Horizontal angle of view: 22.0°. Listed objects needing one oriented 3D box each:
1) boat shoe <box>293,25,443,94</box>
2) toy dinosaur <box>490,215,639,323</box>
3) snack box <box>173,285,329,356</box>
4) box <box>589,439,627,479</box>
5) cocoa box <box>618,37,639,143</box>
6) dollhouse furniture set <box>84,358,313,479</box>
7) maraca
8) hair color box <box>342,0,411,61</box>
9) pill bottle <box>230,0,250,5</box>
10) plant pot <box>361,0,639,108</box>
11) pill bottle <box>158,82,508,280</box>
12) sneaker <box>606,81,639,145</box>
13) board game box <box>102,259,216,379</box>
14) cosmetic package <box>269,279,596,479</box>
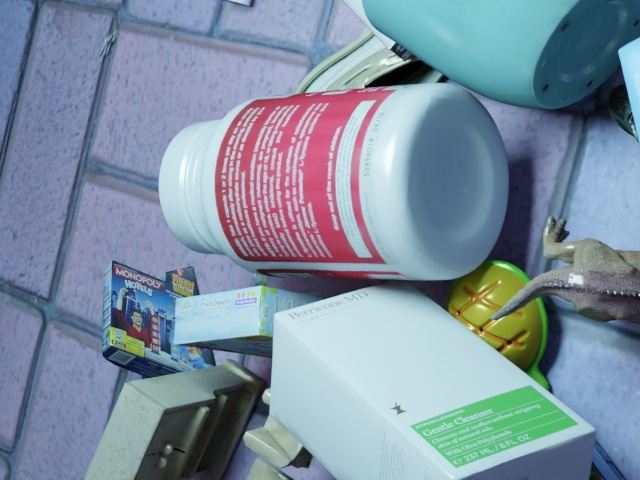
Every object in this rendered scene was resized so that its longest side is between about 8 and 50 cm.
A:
[{"bbox_3d":[0.060,-0.192,2.154,0.302,0.113,0.103,-47,46,29],"label":"boat shoe"},{"bbox_3d":[0.330,0.050,1.739,0.200,0.295,0.127,-87,-7,-70],"label":"toy dinosaur"},{"bbox_3d":[-0.058,0.111,2.149,0.174,0.207,0.070,-9,76,45],"label":"snack box"},{"bbox_3d":[0.255,0.331,1.877,0.233,0.044,0.159,-56,50,26],"label":"box"},{"bbox_3d":[0.503,-0.132,1.579,0.347,0.228,0.231,-26,64,41],"label":"cocoa box"},{"bbox_3d":[-0.068,0.338,2.161,0.394,0.256,0.362,31,106,24],"label":"dollhouse furniture set"},{"bbox_3d":[0.211,0.114,1.944,0.127,0.099,0.186,-4,99,33],"label":"maraca"},{"bbox_3d":[0.083,-0.297,2.081,0.072,0.043,0.141,-46,52,10],"label":"hair color box"},{"bbox_3d":[-0.114,-0.408,2.418,0.067,0.067,0.120,18,95,47],"label":"pill bottle"},{"bbox_3d":[0.232,-0.290,1.876,0.235,0.293,0.293,45,115,30],"label":"plant pot"},{"bbox_3d":[0.005,-0.068,2.004,0.407,0.229,0.229,0,82,41],"label":"pill bottle"},{"bbox_3d":[0.376,-0.126,1.827,0.178,0.077,0.072,44,112,43],"label":"sneaker"},{"bbox_3d":[-0.240,0.112,2.389,0.060,0.194,0.194,-36,43,36],"label":"board game box"},{"bbox_3d":[0.114,0.204,1.850,0.365,0.197,0.155,39,136,46],"label":"cosmetic package"}]
